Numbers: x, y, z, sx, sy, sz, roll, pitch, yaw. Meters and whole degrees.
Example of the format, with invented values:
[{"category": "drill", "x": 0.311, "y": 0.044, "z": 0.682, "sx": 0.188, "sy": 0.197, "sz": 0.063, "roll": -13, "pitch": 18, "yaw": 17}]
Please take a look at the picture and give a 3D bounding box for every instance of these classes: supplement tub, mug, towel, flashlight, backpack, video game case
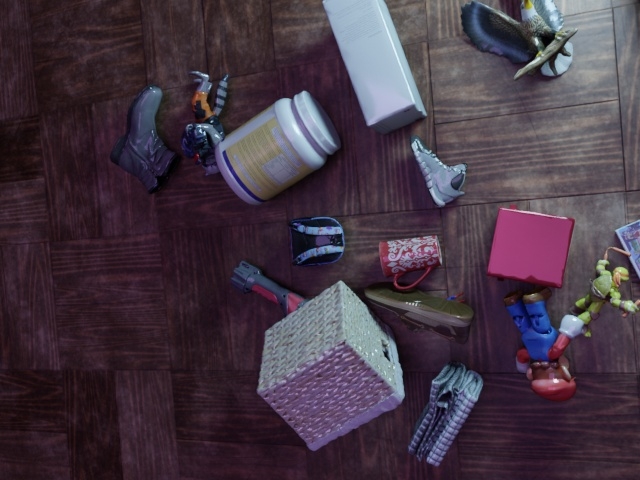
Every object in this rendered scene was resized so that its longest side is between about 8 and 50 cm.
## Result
[{"category": "supplement tub", "x": -0.129, "y": -0.284, "z": 1.827, "sx": 0.331, "sy": 0.241, "sz": 0.241, "roll": -29, "pitch": 83, "yaw": 19}, {"category": "mug", "x": 0.275, "y": 0.060, "z": 1.776, "sx": 0.170, "sy": 0.113, "sz": 0.150, "roll": -11, "pitch": 104, "yaw": 16}, {"category": "towel", "x": 0.345, "y": 0.478, "z": 1.669, "sx": 0.121, "sy": 0.284, "sz": 0.234, "roll": 29, "pitch": 101, "yaw": 17}, {"category": "flashlight", "x": -0.156, "y": 0.185, "z": 1.938, "sx": 0.304, "sy": 0.103, "sz": 0.103, "roll": 26, "pitch": 141, "yaw": 20}, {"category": "backpack", "x": 0.000, "y": 0.000, "z": 1.858, "sx": 0.174, "sy": 0.117, "sz": 0.158, "roll": -6, "pitch": 90, "yaw": 20}, {"category": "video game case", "x": 0.921, "y": 0.025, "z": 1.579, "sx": 0.184, "sy": 0.023, "sz": 0.201, "roll": -26, "pitch": 85, "yaw": 19}]

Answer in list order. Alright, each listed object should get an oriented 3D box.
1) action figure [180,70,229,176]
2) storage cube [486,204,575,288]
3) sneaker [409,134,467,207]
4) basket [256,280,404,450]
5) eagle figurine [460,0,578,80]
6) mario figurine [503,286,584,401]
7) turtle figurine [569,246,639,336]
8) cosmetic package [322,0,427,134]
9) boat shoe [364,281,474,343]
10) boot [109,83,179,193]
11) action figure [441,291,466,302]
[{"category": "action figure", "x": -0.358, "y": -0.374, "z": 1.918, "sx": 0.179, "sy": 0.341, "sz": 0.329, "roll": -9, "pitch": 99, "yaw": -19}, {"category": "storage cube", "x": 0.570, "y": 0.017, "z": 1.620, "sx": 0.193, "sy": 0.184, "sz": 0.214, "roll": 10, "pitch": 95, "yaw": 18}, {"category": "sneaker", "x": 0.358, "y": -0.222, "z": 1.746, "sx": 0.132, "sy": 0.086, "sz": 0.228, "roll": -23, "pitch": 95, "yaw": 14}, {"category": "basket", "x": 0.029, "y": 0.350, "z": 1.714, "sx": 0.331, "sy": 0.328, "sz": 0.266, "roll": -34, "pitch": 113, "yaw": 16}, {"category": "eagle figurine", "x": 0.559, "y": -0.593, "z": 1.619, "sx": 0.227, "sy": 0.225, "sz": 0.298, "roll": -13, "pitch": 50, "yaw": -18}, {"category": "mario figurine", "x": 0.619, "y": 0.282, "z": 1.624, "sx": 0.170, "sy": 0.198, "sz": 0.320, "roll": -19, "pitch": 93, "yaw": 0}, {"category": "turtle figurine", "x": 0.741, "y": 0.149, "z": 1.552, "sx": 0.087, "sy": 0.269, "sz": 0.217, "roll": 17, "pitch": 124, "yaw": -11}, {"category": "cosmetic package", "x": 0.164, "y": -0.519, "z": 1.726, "sx": 0.156, "sy": 0.217, "sz": 0.384, "roll": -20, "pitch": 84, "yaw": 19}, {"category": "boat shoe", "x": 0.282, "y": 0.220, "z": 1.762, "sx": 0.342, "sy": 0.123, "sz": 0.123, "roll": 14, "pitch": 116, "yaw": 28}, {"category": "boot", "x": -0.572, "y": -0.349, "z": 2.063, "sx": 0.223, "sy": 0.118, "sz": 0.338, "roll": 36, "pitch": 114, "yaw": 12}, {"category": "action figure", "x": 0.378, "y": 0.188, "z": 1.779, "sx": 0.115, "sy": 0.030, "sz": 0.038, "roll": -22, "pitch": 80, "yaw": 24}]
